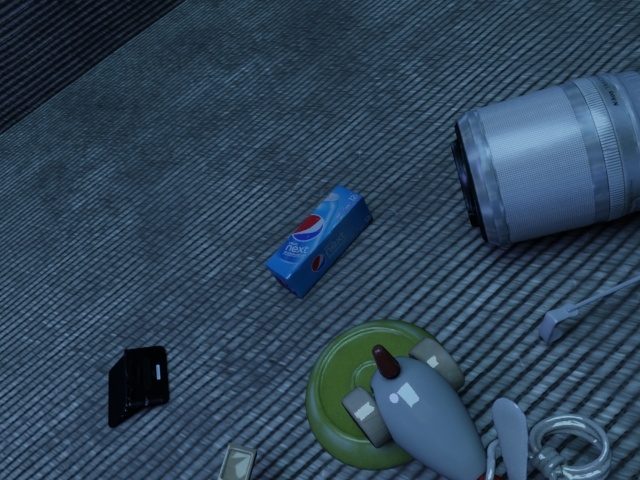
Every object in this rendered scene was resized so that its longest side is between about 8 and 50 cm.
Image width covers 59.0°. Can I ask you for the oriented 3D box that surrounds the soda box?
[{"bbox_3d":[0.000,0.000,1.045,0.067,0.071,0.210,29,71,39],"label":"soda box"}]

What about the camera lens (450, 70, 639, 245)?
[{"bbox_3d":[0.353,-0.121,0.871,0.274,0.219,0.219,-14,49,15],"label":"camera lens"}]

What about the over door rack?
[{"bbox_3d":[0.483,0.105,0.707,0.324,0.108,0.239,-30,46,1],"label":"over door rack"}]

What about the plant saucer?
[{"bbox_3d":[0.082,0.218,0.857,0.240,0.037,0.241,-13,50,16],"label":"plant saucer"}]

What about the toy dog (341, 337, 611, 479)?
[{"bbox_3d":[0.155,0.230,0.670,0.333,0.161,0.220,19,63,38],"label":"toy dog"}]

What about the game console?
[{"bbox_3d":[-0.336,0.266,1.037,0.107,0.071,0.122,-5,46,-16],"label":"game console"}]

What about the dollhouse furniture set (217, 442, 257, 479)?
[{"bbox_3d":[-0.074,0.399,0.775,0.160,0.101,0.182,13,57,4],"label":"dollhouse furniture set"}]
